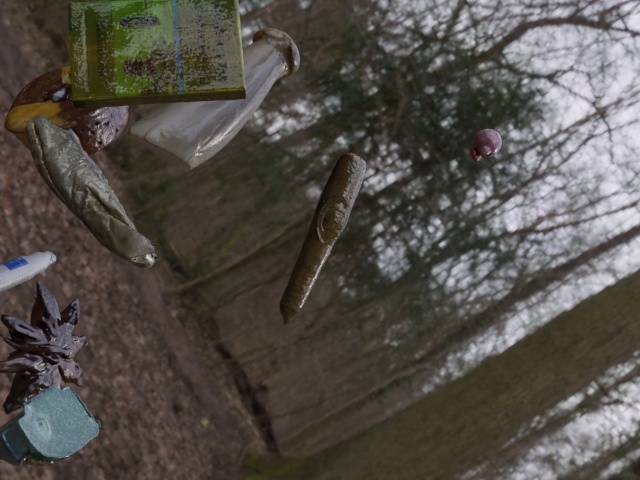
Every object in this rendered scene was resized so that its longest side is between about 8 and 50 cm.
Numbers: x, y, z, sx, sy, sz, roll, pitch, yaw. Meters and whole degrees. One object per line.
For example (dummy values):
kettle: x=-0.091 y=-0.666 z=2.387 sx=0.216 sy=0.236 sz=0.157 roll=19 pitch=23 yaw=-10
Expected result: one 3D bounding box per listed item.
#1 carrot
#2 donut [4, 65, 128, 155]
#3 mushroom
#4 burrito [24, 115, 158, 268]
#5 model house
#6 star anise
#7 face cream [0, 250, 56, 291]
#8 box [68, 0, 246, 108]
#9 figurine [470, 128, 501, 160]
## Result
carrot: x=-0.001 y=0.000 z=1.600 sx=0.070 sy=0.342 sz=0.070 roll=23 pitch=1 yaw=0
donut: x=-0.332 y=-0.170 z=1.155 sx=0.184 sy=0.166 sz=0.073 roll=-118 pitch=-172 yaw=-52
mushroom: x=-0.208 y=-0.286 z=1.817 sx=0.137 sy=0.407 sz=0.154 roll=15 pitch=-38 yaw=58
burrito: x=-0.263 y=-0.054 z=0.990 sx=0.229 sy=0.058 sz=0.063 roll=46 pitch=29 yaw=15
model house: x=-0.485 y=0.334 z=1.464 sx=0.119 sy=0.148 sz=0.148 roll=56 pitch=28 yaw=-2
star anise: x=-0.506 y=0.211 z=1.641 sx=0.102 sy=0.272 sz=0.272 roll=2 pitch=-45 yaw=27
face cream: x=-0.397 y=0.041 z=1.123 sx=0.034 sy=0.034 sz=0.130 roll=57 pitch=31 yaw=1
box: x=-0.185 y=-0.215 z=0.981 sx=0.030 sy=0.193 sz=0.121 roll=107 pitch=-22 yaw=-74
figurine: x=0.390 y=-0.227 z=2.032 sx=0.071 sy=0.083 sz=0.067 roll=-35 pitch=-77 yaw=35
